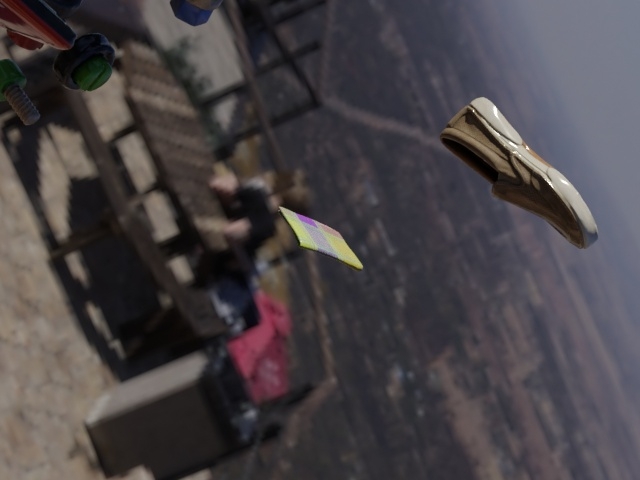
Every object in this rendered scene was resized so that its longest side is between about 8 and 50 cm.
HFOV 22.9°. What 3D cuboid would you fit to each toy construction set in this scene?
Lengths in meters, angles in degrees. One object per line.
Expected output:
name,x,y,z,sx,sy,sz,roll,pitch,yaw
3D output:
toy construction set,-0.210,-0.311,1.372,0.237,0.257,0.309,53,-26,16

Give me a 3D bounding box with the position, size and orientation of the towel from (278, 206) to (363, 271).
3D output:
towel,0.000,0.000,1.448,0.083,0.009,0.060,23,24,-42

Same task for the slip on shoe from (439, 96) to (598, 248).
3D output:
slip on shoe,0.137,-0.041,1.098,0.135,0.041,0.051,51,-12,18

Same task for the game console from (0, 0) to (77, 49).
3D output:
game console,-0.189,-0.179,0.833,0.124,0.085,0.144,23,-9,28
